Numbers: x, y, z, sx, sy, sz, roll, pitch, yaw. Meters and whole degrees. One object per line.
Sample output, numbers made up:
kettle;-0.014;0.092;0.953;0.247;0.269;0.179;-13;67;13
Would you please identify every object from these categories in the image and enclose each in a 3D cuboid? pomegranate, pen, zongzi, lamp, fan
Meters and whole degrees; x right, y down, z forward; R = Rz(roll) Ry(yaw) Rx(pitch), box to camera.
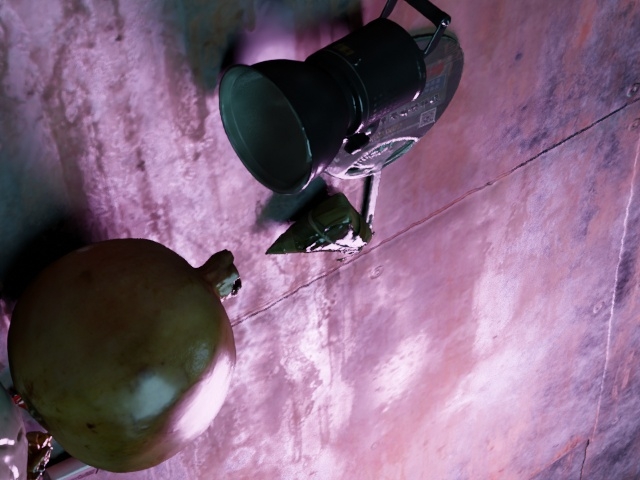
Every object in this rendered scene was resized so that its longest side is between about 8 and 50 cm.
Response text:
pomegranate;-0.195;0.107;1.676;0.270;0.229;0.252;-39;150;-15
pen;-0.255;0.265;1.987;0.197;0.032;0.053;-23;161;-25
zongzi;0.000;0.000;1.927;0.119;0.055;0.109;-32;151;8
lamp;0.022;-0.157;1.686;0.227;0.147;0.172;-30;147;-31
fan;0.092;-0.142;1.886;0.223;0.012;0.294;-41;149;-2

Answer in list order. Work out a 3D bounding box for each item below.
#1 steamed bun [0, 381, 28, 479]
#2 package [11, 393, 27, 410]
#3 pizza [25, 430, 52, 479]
steamed bun;-0.463;0.297;1.611;0.383;0.236;0.247;-34;149;-11
package;-0.296;0.198;1.875;0.083;0.022;0.200;-39;150;-3
pizza;-0.380;0.279;1.815;0.194;0.154;0.069;-46;136;-35
